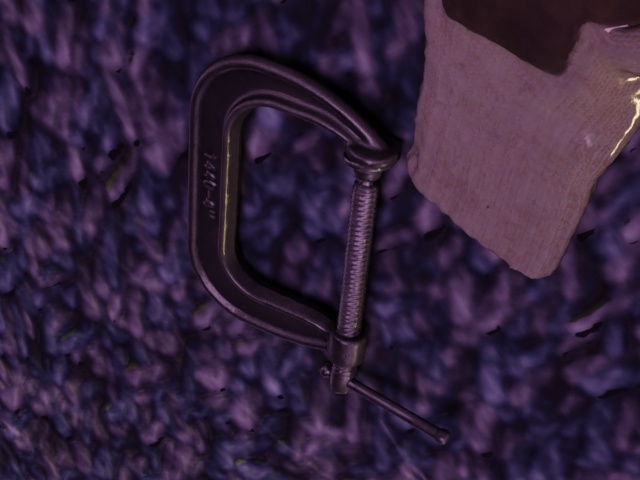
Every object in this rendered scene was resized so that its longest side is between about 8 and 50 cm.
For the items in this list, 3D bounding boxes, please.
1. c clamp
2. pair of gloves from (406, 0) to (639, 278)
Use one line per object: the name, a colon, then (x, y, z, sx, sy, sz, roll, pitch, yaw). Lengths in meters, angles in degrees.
c clamp: (0.000, 0.000, 0.497, 0.137, 0.022, 0.160, 20, 130, 26)
pair of gloves: (0.124, -0.034, 0.339, 0.240, 0.042, 0.204, 34, 149, 26)
